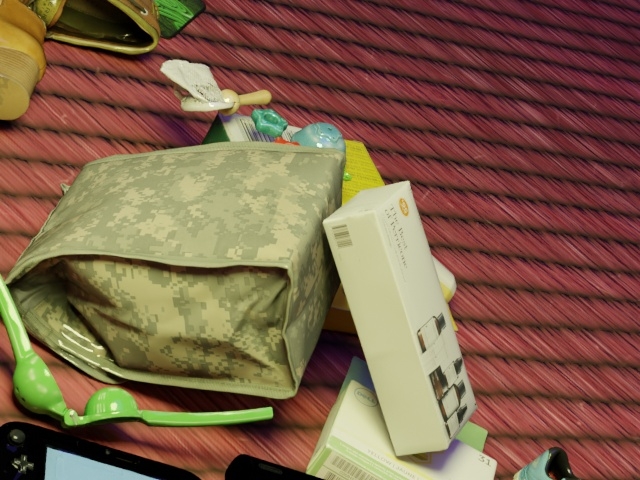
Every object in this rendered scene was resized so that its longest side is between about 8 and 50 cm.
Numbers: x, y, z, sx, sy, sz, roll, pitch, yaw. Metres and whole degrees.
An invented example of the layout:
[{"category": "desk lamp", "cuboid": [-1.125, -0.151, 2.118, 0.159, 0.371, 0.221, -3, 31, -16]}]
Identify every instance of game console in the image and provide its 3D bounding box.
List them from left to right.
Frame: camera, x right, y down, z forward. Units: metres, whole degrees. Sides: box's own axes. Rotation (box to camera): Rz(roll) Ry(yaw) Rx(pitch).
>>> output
[{"category": "game console", "cuboid": [-0.111, 0.250, 1.537, 0.361, 0.044, 0.213, 19, 32, -21]}]

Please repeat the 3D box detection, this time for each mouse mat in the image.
[{"category": "mouse mat", "cuboid": [-0.246, -0.328, 2.318, 0.189, 0.007, 0.152, 33, 29, 0]}]

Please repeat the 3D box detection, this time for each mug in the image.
[{"category": "mug", "cuboid": [0.114, 0.052, 2.050, 0.064, 0.078, 0.062, 34, -9, -15]}]

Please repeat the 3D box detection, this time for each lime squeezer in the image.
[{"category": "lime squeezer", "cuboid": [-0.199, 0.122, 1.607, 0.310, 0.059, 0.110, 30, 55, -5]}]

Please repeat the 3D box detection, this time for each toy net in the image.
[{"category": "toy net", "cuboid": [-0.075, -0.122, 1.974, 0.232, 0.045, 0.122, 23, 33, -10]}]

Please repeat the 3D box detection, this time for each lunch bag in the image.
[{"category": "lunch bag", "cuboid": [-0.136, 0.019, 1.724, 0.287, 0.169, 0.235, 5, 31, 11]}]

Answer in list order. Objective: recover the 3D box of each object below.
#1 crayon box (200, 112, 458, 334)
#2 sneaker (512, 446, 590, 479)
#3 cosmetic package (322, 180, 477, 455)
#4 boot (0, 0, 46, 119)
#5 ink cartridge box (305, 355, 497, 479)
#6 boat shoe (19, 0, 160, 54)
[{"category": "crayon box", "cuboid": [0.000, 0.000, 1.981, 0.202, 0.081, 0.318, 12, 34, -31]}, {"category": "sneaker", "cuboid": [0.246, 0.271, 1.813, 0.063, 0.073, 0.162, 11, 35, -33]}, {"category": "cosmetic package", "cuboid": [0.079, 0.073, 1.717, 0.099, 0.060, 0.239, -43, 118, -62]}, {"category": "boot", "cuboid": [-0.430, -0.236, 1.928, 0.295, 0.104, 0.211, 24, 24, -20]}, {"category": "ink cartridge box", "cuboid": [0.091, 0.197, 1.802, 0.171, 0.056, 0.235, 30, 31, -3]}, {"category": "boat shoe", "cuboid": [-0.317, -0.294, 2.091, 0.307, 0.111, 0.104, 11, 35, -33]}]
